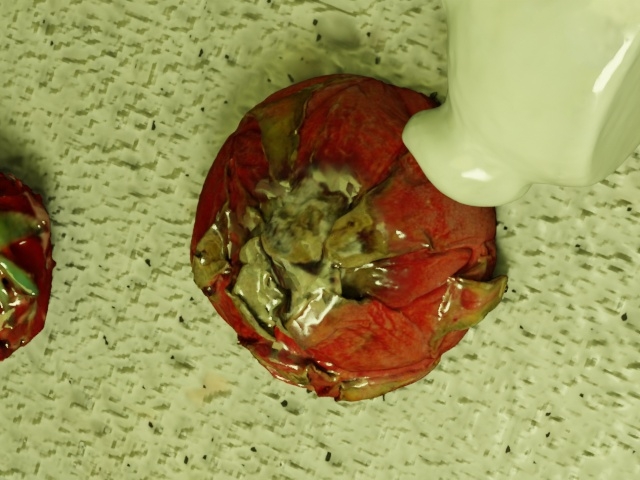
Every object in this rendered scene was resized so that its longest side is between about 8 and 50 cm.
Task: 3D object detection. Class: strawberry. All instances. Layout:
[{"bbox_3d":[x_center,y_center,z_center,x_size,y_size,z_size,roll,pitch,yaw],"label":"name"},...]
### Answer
[{"bbox_3d":[-0.297,0.013,1.297,0.201,0.187,0.184,10,127,51],"label":"strawberry"}]

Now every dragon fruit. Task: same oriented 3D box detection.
[{"bbox_3d":[-0.003,0.003,1.161,0.223,0.148,0.219,4,97,24],"label":"dragon fruit"}]

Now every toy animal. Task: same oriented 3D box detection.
[{"bbox_3d":[0.066,-0.195,1.081,0.367,0.196,0.241,45,114,11],"label":"toy animal"}]
